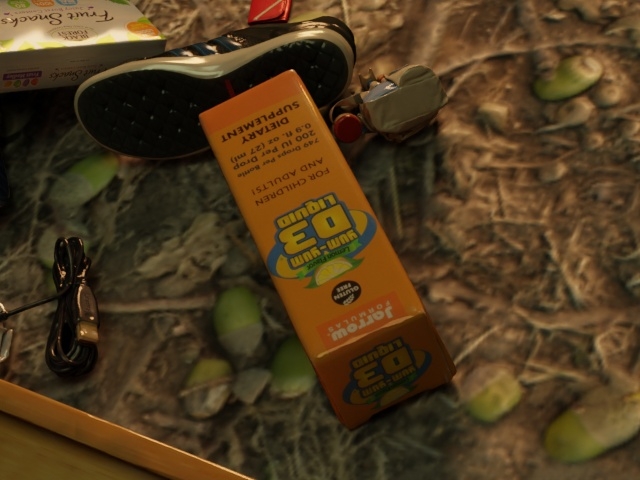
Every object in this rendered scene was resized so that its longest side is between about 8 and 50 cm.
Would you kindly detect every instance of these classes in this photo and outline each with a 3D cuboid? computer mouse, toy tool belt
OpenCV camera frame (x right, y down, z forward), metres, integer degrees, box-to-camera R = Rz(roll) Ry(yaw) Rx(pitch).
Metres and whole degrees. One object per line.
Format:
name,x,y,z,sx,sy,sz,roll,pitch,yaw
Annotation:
computer mouse,-0.236,0.066,1.045,0.193,0.042,0.106,-16,53,-3
toy tool belt,0.042,-0.091,1.088,0.083,0.052,0.051,-26,17,-8

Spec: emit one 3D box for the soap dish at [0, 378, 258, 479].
soap dish,-0.147,0.195,0.850,0.291,0.118,0.229,18,59,25

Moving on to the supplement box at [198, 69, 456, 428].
supplement box,0.000,0.000,1.000,0.078,0.080,0.233,-26,50,-2

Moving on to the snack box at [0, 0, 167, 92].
snack box,-0.198,-0.152,1.173,0.141,0.037,0.100,-10,42,-33

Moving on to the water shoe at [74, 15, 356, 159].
water shoe,-0.071,-0.108,1.133,0.203,0.073,0.080,-9,22,12

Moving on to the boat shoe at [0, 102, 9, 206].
boat shoe,-0.274,-0.084,1.165,0.066,0.066,0.183,-25,43,8

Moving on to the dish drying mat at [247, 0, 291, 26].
dish drying mat,-0.036,-0.194,1.219,0.032,0.008,0.083,-5,50,15
